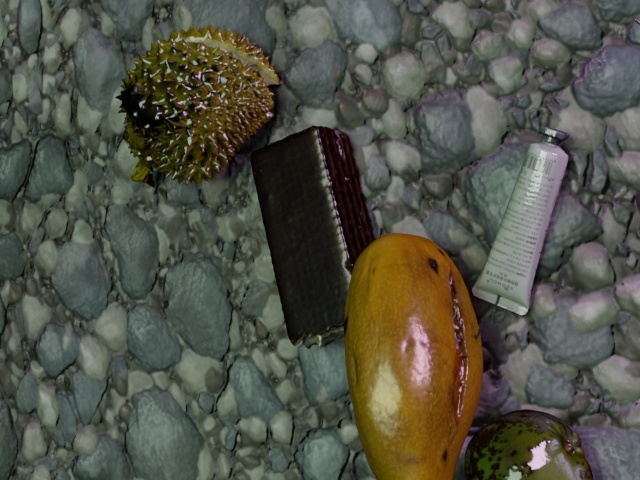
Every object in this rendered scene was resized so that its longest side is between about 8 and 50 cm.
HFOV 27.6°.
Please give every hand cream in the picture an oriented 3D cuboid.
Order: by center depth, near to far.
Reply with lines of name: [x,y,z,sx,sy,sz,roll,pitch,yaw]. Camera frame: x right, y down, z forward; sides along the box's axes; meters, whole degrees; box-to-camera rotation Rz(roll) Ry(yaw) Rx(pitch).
hand cream: [0.215,-0.022,1.359,0.067,0.042,0.195,22,103,25]

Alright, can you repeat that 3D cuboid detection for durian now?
durian: [-0.177,-0.158,1.566,0.237,0.137,0.193,-50,62,20]

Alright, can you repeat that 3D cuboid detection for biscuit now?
biscuit: [0.000,0.000,1.476,0.106,0.070,0.252,-22,74,30]

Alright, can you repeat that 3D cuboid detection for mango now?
mango: [0.098,0.125,1.321,0.120,0.177,0.295,-21,55,23]

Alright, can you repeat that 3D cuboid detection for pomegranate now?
pomegranate: [0.206,0.244,1.306,0.125,0.163,0.138,-24,62,-13]

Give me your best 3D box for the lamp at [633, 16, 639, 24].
lamp: [0.366,-0.249,1.283,0.054,0.041,0.121,36,102,21]
